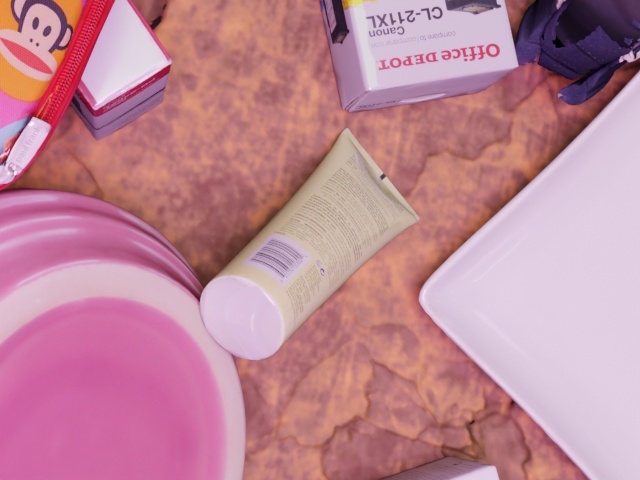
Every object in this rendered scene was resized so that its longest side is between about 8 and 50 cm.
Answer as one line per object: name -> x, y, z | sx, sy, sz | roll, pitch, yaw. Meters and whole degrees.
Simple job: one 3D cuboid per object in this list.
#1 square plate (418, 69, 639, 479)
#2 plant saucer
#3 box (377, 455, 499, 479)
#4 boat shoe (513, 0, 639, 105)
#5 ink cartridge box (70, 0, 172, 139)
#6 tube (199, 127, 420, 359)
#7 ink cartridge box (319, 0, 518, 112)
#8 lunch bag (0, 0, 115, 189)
square plate -> 0.304, 0.046, 0.928 | 0.347, 0.049, 0.344 | -44, 97, -8
plant saucer -> -0.162, 0.134, 0.716 | 0.332, 0.084, 0.332 | -4, 96, -48
box -> 0.052, 0.244, 0.837 | 0.170, 0.091, 0.130 | -15, 88, -15
boat shoe -> 0.258, -0.247, 0.935 | 0.127, 0.158, 0.340 | 41, 48, -2
ink cartridge box -> -0.159, -0.136, 0.795 | 0.063, 0.150, 0.109 | -36, 93, -11
tube -> 0.000, 0.000, 0.819 | 0.062, 0.240, 0.070 | 10, 120, 23
ink cartridge box -> 0.068, -0.198, 0.896 | 0.127, 0.072, 0.175 | -11, 87, -15
lunch bag -> -0.252, -0.128, 0.648 | 0.120, 0.293, 0.258 | 39, 64, -49
